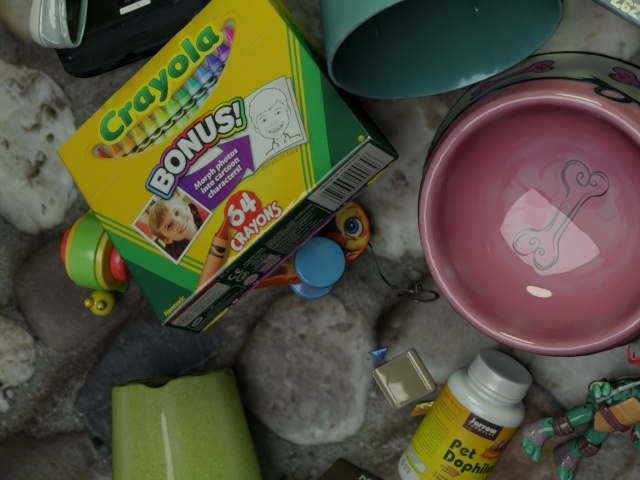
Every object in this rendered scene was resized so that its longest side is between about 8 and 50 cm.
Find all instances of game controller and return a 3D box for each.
[{"bbox_3d":[-0.257,-0.345,1.956,0.319,0.067,0.166,-14,79,28],"label":"game controller"}]

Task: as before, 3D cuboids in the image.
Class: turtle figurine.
[{"bbox_3d":[0.390,0.237,1.816,0.234,0.118,0.175,-33,109,32],"label":"turtle figurine"}]

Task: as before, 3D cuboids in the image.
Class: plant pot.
[{"bbox_3d":[-0.198,0.320,2.006,0.276,0.276,0.254,-9,87,23],"label":"plant pot"},{"bbox_3d":[0.125,-0.344,1.702,0.293,0.293,0.235,-23,69,24],"label":"plant pot"}]

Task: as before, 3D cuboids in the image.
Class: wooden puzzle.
[{"bbox_3d":[0.120,0.200,1.970,0.078,0.014,0.116,-24,93,20],"label":"wooden puzzle"}]

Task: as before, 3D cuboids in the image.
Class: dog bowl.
[{"bbox_3d":[0.305,-0.033,1.770,0.408,0.150,0.408,5,104,20],"label":"dog bowl"}]

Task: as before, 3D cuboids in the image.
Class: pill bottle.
[{"bbox_3d":[0.202,0.257,1.894,0.117,0.117,0.215,32,112,11],"label":"pill bottle"}]

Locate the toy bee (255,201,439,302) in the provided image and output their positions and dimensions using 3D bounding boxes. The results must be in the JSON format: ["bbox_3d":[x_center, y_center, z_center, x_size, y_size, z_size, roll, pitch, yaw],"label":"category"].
[{"bbox_3d":[0.000,0.000,1.910,0.195,0.298,0.162,-24,61,57],"label":"toy bee"}]

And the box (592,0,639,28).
[{"bbox_3d":[0.400,-0.289,1.655,0.233,0.183,0.059,33,111,10],"label":"box"}]

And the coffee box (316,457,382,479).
[{"bbox_3d":[0.028,0.494,2.015,0.168,0.119,0.297,27,111,15],"label":"coffee box"}]

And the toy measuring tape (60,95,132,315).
[{"bbox_3d":[-0.320,-0.043,2.029,0.121,0.121,0.330,11,106,19],"label":"toy measuring tape"}]

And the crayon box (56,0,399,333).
[{"bbox_3d":[-0.130,-0.113,1.806,0.363,0.106,0.313,-42,65,13],"label":"crayon box"}]

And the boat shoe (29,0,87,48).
[{"bbox_3d":[-0.348,-0.380,1.935,0.081,0.079,0.227,13,99,24],"label":"boat shoe"}]
